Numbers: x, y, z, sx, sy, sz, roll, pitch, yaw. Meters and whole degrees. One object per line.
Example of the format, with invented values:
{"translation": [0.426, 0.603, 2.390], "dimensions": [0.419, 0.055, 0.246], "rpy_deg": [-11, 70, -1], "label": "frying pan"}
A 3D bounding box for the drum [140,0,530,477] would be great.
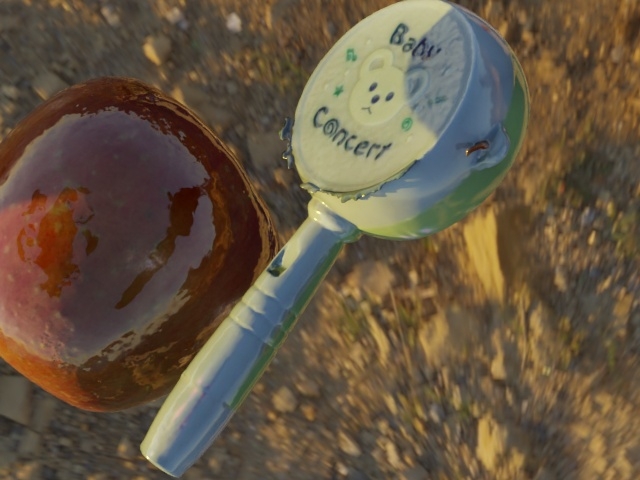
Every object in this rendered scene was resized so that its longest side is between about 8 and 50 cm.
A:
{"translation": [-0.008, -0.012, 0.815], "dimensions": [0.253, 0.049, 0.130], "rpy_deg": [-44, 41, 10], "label": "drum"}

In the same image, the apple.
{"translation": [-0.115, 0.002, 0.972], "dimensions": [0.181, 0.181, 0.168], "rpy_deg": [42, 90, 12], "label": "apple"}
